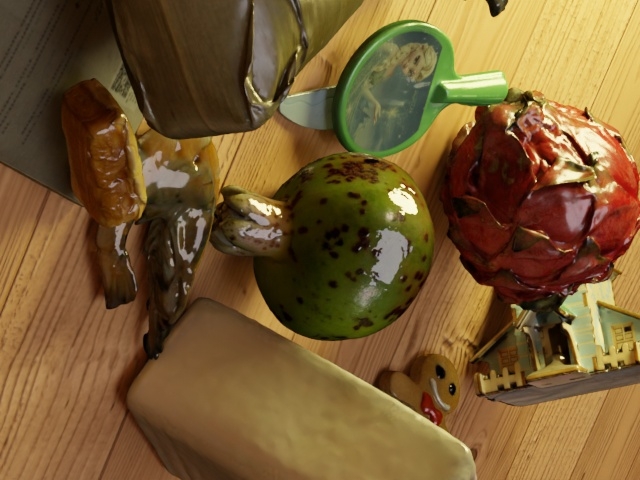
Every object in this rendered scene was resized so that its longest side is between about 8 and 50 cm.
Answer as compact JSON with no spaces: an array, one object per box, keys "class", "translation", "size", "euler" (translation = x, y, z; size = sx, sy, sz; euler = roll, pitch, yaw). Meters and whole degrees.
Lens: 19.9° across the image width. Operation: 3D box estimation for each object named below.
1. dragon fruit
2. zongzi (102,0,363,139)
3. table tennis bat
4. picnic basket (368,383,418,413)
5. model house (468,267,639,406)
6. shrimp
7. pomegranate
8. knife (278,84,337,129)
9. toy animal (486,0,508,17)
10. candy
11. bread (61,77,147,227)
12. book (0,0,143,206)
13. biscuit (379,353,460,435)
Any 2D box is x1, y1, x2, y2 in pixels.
[{"class":"dragon fruit","translation":[0.263,-0.053,2.164],"size":[0.244,0.244,0.299],"euler":[-50,138,-22]},{"class":"zongzi","translation":[-0.094,-0.324,1.529],"size":[0.393,0.174,0.356],"euler":[63,34,-19]},{"class":"table tennis bat","translation":[0.112,-0.163,1.978],"size":[0.257,0.039,0.160],"euler":[-6,122,-44]},{"class":"picnic basket","translation":[0.014,0.284,2.086],"size":[0.129,0.223,0.296],"euler":[-34,142,-66]},{"class":"model house","translation":[0.322,0.095,2.425],"size":[0.178,0.271,0.206],"euler":[20,60,-56]},{"class":"shrimp","translation":[-0.160,0.007,1.737],"size":[0.145,0.059,0.254],"euler":[-5,117,-52]},{"class":"pomegranate","translation":[0.000,0.000,1.872],"size":[0.248,0.202,0.202],"euler":[16,100,-30]},{"class":"knife","translation":[0.042,-0.156,1.955],"size":[0.260,0.035,0.063],"euler":[-22,132,-42]},{"class":"toy animal","translation":[0.142,-0.331,1.856],"size":[0.114,0.146,0.245],"euler":[-38,140,-26]},{"class":"candy","translation":[-0.011,0.222,1.837],"size":[0.145,0.359,0.208],"euler":[-51,154,-21]},{"class":"bread","translation":[-0.187,-0.074,1.573],"size":[0.053,0.074,0.132],"euler":[-27,138,-21]},{"class":"book","translation":[-0.222,-0.156,1.548],"size":[0.214,0.025,0.283],"euler":[-62,150,-5]},{"class":"biscuit","translation":[0.122,0.234,2.282],"size":[0.158,0.035,0.240],"euler":[53,45,-26]}]
